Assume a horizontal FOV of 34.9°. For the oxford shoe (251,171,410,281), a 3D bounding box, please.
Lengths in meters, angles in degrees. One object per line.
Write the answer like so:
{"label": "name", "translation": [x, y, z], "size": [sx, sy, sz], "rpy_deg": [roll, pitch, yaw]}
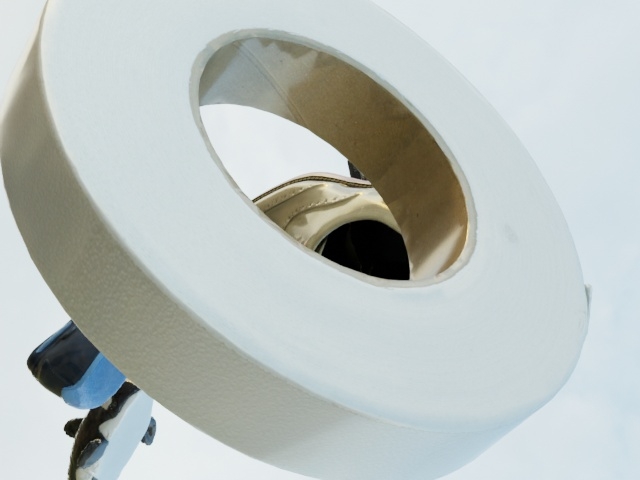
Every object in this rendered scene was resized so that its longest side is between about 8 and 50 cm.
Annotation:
{"label": "oxford shoe", "translation": [0.000, 0.000, 1.047], "size": [0.348, 0.130, 0.123], "rpy_deg": [-10, -75, 41]}

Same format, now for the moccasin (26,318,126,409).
{"label": "moccasin", "translation": [-0.248, 0.064, 1.333], "size": [0.117, 0.342, 0.137], "rpy_deg": [22, -46, 21]}

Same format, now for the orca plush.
{"label": "orca plush", "translation": [-0.329, 0.301, 1.506], "size": [0.102, 0.151, 0.287], "rpy_deg": [35, -50, 24]}

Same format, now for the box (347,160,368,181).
{"label": "box", "translation": [0.139, -0.010, 1.252], "size": [0.059, 0.233, 0.183], "rpy_deg": [-21, -107, 37]}

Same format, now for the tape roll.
{"label": "tape roll", "translation": [-0.001, -0.036, 0.642], "size": [0.072, 0.392, 0.392], "rpy_deg": [-48, -121, 37]}
